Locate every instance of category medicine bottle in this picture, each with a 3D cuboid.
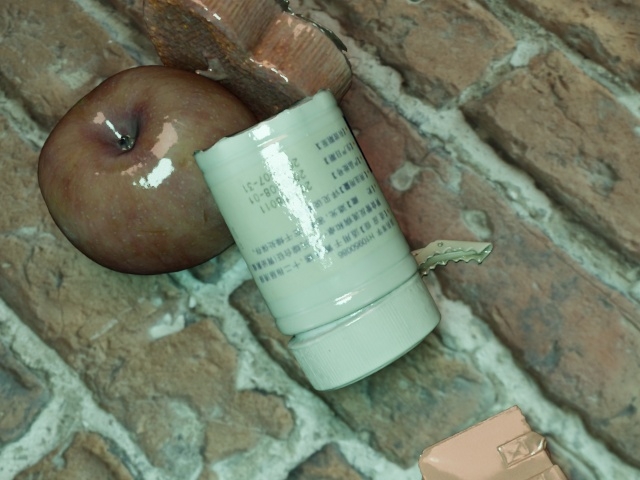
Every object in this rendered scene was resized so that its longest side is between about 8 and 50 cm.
[{"bbox_3d":[0.000,0.000,1.772,0.190,0.190,0.332,-27,95,-7],"label":"medicine bottle"}]

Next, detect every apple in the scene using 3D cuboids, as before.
[{"bbox_3d":[-0.221,-0.100,1.933,0.306,0.235,0.305,-9,60,16],"label":"apple"}]

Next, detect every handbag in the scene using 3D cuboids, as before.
[{"bbox_3d":[0.222,0.313,1.688,0.157,0.059,0.212,-26,57,-5],"label":"handbag"}]

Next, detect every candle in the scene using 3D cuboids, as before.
[{"bbox_3d":[-0.131,-0.262,2.035,0.131,0.317,0.287,-56,23,-21],"label":"candle"}]

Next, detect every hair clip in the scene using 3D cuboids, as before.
[{"bbox_3d":[0.115,0.031,1.912,0.226,0.034,0.072,-22,55,-4],"label":"hair clip"}]
